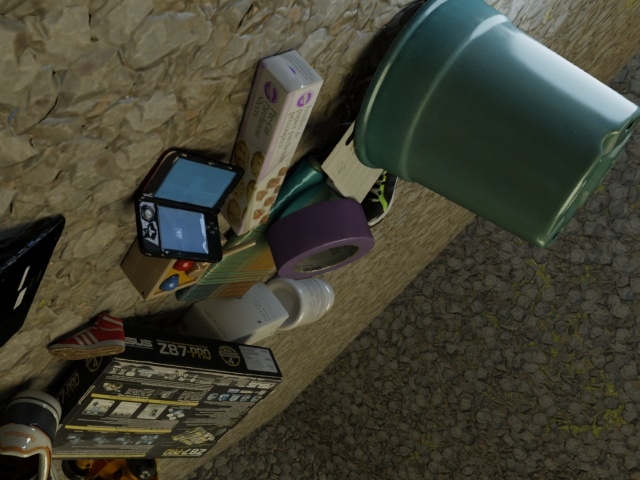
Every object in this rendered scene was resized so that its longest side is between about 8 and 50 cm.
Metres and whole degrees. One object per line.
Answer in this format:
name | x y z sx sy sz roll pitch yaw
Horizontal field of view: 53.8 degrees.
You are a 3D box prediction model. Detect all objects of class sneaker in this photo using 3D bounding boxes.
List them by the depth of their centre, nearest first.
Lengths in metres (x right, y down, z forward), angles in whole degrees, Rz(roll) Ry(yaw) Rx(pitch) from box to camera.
sneaker | -0.384 0.157 1.044 0.119 0.067 0.042 -3 145 -11
sneaker | -0.528 0.410 1.091 0.127 0.126 0.321 -92 -163 -57
sneaker | 0.115 -0.140 1.260 0.234 0.084 0.097 -65 155 -17

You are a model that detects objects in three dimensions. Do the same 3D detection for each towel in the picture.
towel | -0.097 -0.013 1.250 0.370 0.040 0.271 -43 164 12

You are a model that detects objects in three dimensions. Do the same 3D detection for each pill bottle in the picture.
pill bottle | -0.053 0.154 1.631 0.131 0.131 0.229 -45 164 17

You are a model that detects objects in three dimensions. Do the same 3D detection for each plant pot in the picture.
plant pot | 0.291 -0.179 1.020 0.341 0.334 0.341 -44 158 -23

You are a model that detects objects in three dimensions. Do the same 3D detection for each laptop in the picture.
laptop | -0.450 0.079 0.716 0.234 0.137 0.264 -51 -173 35

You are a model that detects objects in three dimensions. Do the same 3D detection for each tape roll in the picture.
tape roll | 0.000 0.000 1.175 0.189 0.080 0.189 -18 163 -6

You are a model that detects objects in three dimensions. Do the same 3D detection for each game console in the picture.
game console | -0.171 -0.041 0.862 0.085 0.124 0.144 -21 162 35

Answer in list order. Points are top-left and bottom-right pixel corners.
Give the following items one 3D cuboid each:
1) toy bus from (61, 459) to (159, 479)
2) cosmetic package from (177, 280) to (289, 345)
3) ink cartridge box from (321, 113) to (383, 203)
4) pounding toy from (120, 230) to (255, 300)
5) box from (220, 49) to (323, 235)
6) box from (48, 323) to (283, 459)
toy bus | -0.488 0.495 1.514 0.149 0.220 0.211 -37 -162 10
cosmetic package | -0.189 0.177 1.408 0.085 0.117 0.231 -49 163 28
ink cartridge box | 0.071 -0.174 1.106 0.189 0.066 0.232 -55 154 -1
pounding toy | -0.202 0.021 0.973 0.141 0.100 0.130 -19 154 -53
box | -0.083 -0.127 0.916 0.063 0.067 0.324 -30 162 -34
box | -0.319 0.318 1.257 0.395 0.097 0.318 18 122 -43
